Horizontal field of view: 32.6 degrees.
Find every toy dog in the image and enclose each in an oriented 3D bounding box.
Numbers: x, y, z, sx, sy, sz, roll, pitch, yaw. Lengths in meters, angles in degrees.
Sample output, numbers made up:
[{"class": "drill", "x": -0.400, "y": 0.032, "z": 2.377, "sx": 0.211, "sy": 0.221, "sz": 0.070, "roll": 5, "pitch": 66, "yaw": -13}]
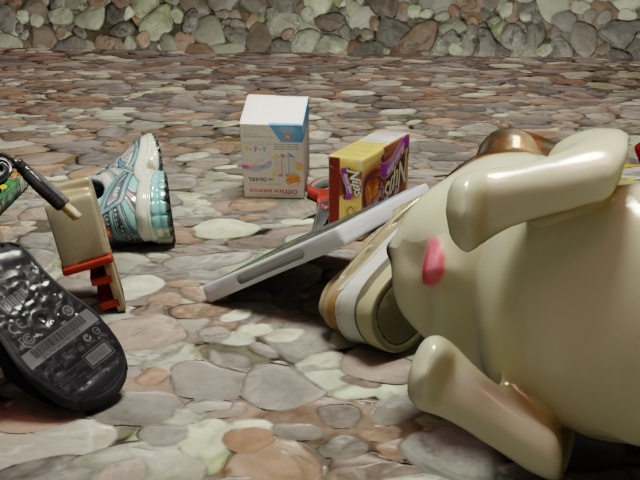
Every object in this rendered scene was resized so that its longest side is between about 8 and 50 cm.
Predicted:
[{"class": "toy dog", "x": 0.234, "y": 0.031, "z": 0.847, "sx": 0.395, "sy": 0.285, "sz": 0.408, "roll": -14, "pitch": 20, "yaw": -39}]

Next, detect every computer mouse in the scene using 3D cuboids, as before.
[{"class": "computer mouse", "x": -0.264, "y": 0.037, "z": 0.989, "sx": 0.262, "sy": 0.060, "sz": 0.184, "roll": 40, "pitch": 43, "yaw": 1}]

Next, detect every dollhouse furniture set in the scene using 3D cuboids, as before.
[{"class": "dollhouse furniture set", "x": -0.346, "y": 0.035, "z": 1.138, "sx": 0.259, "sy": 0.135, "sz": 0.262, "roll": -14, "pitch": 19, "yaw": -8}]

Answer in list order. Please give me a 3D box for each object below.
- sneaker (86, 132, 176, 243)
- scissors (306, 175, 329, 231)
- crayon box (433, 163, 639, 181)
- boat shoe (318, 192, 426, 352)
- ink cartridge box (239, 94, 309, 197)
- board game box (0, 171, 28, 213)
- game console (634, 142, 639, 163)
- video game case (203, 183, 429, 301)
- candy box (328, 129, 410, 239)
[{"class": "sneaker", "x": -0.267, "y": -0.072, "z": 1.452, "sx": 0.122, "sy": 0.110, "sz": 0.283, "roll": -7, "pitch": 18, "yaw": -10}, {"class": "scissors", "x": 0.001, "y": -0.048, "z": 1.528, "sx": 0.109, "sy": 0.021, "sz": 0.297, "roll": 9, "pitch": 20, "yaw": 20}, {"class": "crayon box", "x": 0.306, "y": -0.050, "z": 1.378, "sx": 0.202, "sy": 0.081, "sz": 0.318, "roll": -8, "pitch": 10, "yaw": -22}, {"class": "boat shoe", "x": 0.119, "y": -0.007, "z": 1.120, "sx": 0.302, "sy": 0.113, "sz": 0.103, "roll": -37, "pitch": 29, "yaw": -29}, {"class": "ink cartridge box", "x": -0.064, "y": -0.129, "z": 1.601, "sx": 0.092, "sy": 0.143, "sz": 0.090, "roll": 2, "pitch": 35, "yaw": 5}, {"class": "board game box", "x": -0.505, "y": -0.054, "z": 1.521, "sx": 0.136, "sy": 0.030, "sz": 0.260, "roll": 2, "pitch": 17, "yaw": -1}, {"class": "game console", "x": 0.534, "y": -0.091, "z": 1.563, "sx": 0.085, "sy": 0.124, "sz": 0.144, "roll": -30, "pitch": 22, "yaw": -5}, {"class": "video game case", "x": 0.000, "y": 0.000, "z": 1.213, "sx": 0.193, "sy": 0.023, "sz": 0.212, "roll": -23, "pitch": 2, "yaw": 34}, {"class": "candy box", "x": 0.066, "y": -0.078, "z": 1.468, "sx": 0.053, "sy": 0.109, "sz": 0.186, "roll": 8, "pitch": 18, "yaw": 23}]
